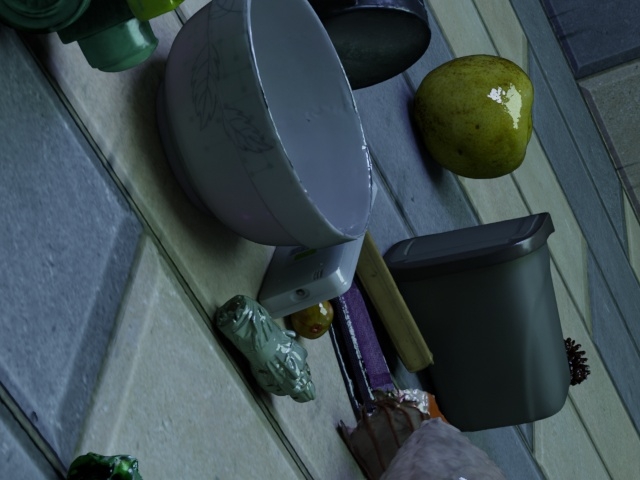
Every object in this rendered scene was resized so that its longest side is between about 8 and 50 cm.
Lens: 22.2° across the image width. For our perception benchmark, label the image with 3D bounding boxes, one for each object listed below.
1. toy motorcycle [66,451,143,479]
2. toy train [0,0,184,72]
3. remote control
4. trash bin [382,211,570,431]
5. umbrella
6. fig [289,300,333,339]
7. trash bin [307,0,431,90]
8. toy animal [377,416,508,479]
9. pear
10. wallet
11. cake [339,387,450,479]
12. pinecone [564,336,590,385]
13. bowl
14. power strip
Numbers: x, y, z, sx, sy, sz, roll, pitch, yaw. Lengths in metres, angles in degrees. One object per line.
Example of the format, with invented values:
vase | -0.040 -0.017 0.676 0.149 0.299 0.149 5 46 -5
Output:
toy motorcycle | -0.161 0.218 1.207 0.106 0.074 0.190 58 22 -10
toy train | -0.192 -0.368 1.353 0.179 0.272 0.442 -62 131 -68
remote control | 0.000 0.000 1.795 0.034 0.103 0.250 61 21 -21
trash bin | 0.223 0.104 2.165 0.219 0.219 0.250 -51 128 -65
umbrella | -0.049 0.111 1.622 0.143 0.062 0.067 53 -6 -29
fig | -0.016 0.070 1.784 0.050 0.050 0.083 49 9 -47
trash bin | 0.008 -0.359 1.988 0.252 0.203 0.302 54 23 -65
toy animal | 0.135 0.354 1.699 0.226 0.188 0.358 51 33 -45
pear | 0.234 -0.191 2.504 0.197 0.197 0.197 54 26 -41
wallet | 0.050 0.126 1.921 0.111 0.030 0.166 -7 79 -70
cake | 0.114 0.260 1.870 0.287 0.098 0.135 51 28 -47
pinecone | 0.429 0.210 2.813 0.083 0.077 0.077 39 28 -13
bowl | -0.067 -0.117 1.654 0.287 0.143 0.287 54 25 -40
power strip | 0.063 0.045 1.995 0.305 0.044 0.064 62 -4 -28
